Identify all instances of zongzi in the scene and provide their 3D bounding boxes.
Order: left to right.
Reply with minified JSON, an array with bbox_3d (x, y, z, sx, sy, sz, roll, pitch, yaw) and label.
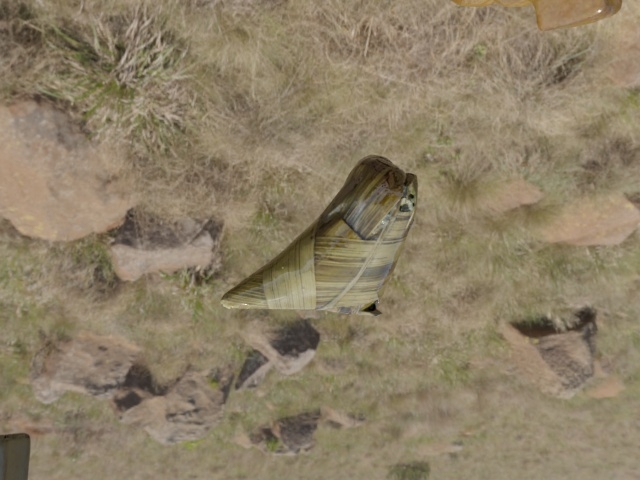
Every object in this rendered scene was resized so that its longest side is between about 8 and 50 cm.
[{"bbox_3d":[0.000,0.000,0.816,0.289,0.134,0.285,2,119,-29],"label":"zongzi"}]

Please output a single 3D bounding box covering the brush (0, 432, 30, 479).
[{"bbox_3d":[-0.198,0.215,0.302,0.028,0.190,0.034,-6,164,2],"label":"brush"}]

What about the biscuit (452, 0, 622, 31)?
[{"bbox_3d":[0.205,-0.333,0.422,0.043,0.301,0.278,-10,-173,-36],"label":"biscuit"}]
